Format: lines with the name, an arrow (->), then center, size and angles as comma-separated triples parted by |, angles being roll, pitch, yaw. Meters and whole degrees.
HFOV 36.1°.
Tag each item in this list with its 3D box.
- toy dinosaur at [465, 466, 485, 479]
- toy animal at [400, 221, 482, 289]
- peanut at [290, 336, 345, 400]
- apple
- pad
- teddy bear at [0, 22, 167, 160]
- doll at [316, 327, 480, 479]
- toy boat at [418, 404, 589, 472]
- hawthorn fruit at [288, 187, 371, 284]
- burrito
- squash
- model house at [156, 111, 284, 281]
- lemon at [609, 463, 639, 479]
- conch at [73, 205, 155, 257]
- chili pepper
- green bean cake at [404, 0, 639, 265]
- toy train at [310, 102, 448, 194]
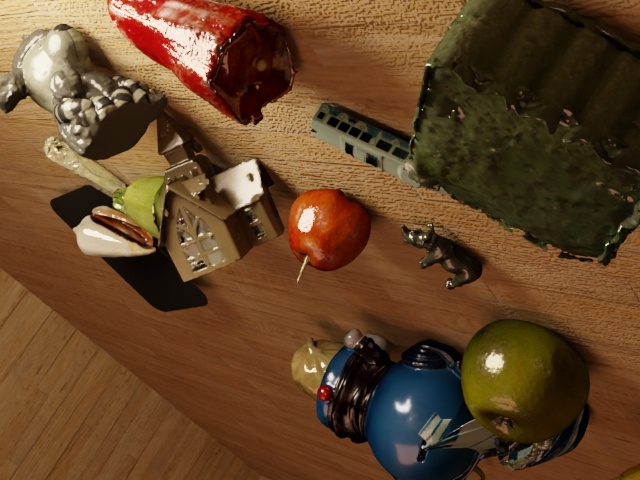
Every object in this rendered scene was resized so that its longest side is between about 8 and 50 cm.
toy dinosaur -> 0.254, 0.424, 2.126 | 0.363, 0.076, 0.147 | 42, 168, -14
toy animal -> 0.166, 0.017, 1.365 | 0.135, 0.047, 0.065 | 38, 153, -13
peanut -> 0.076, 0.298, 1.988 | 0.291, 0.143, 0.159 | 40, 147, -29
apple -> 0.299, 0.211, 1.465 | 0.196, 0.157, 0.196 | 22, 150, 13
pad -> -0.386, 0.003, 2.137 | 0.314, 0.063, 0.375 | -10, 129, 50
teddy bear -> -0.370, -0.222, 1.413 | 0.251, 0.171, 0.144 | 36, 135, 5
doll -> 0.155, 0.304, 1.758 | 0.309, 0.284, 0.240 | 18, -162, 22
toy boat -> 0.305, 0.328, 1.631 | 0.070, 0.291, 0.210 | -109, 8, -45
hawthorn fruit -> 0.005, -0.015, 1.415 | 0.125, 0.140, 0.125 | 37, 139, 41
burrito -> -0.442, -0.134, 1.863 | 0.188, 0.045, 0.058 | 36, -176, -19
squash -> -0.276, -0.071, 1.723 | 0.137, 0.137, 0.287 | 44, 170, -30
model house -> -0.174, -0.094, 1.490 | 0.176, 0.181, 0.248 | -22, 102, 17
lemon -> 0.571, 0.423, 1.441 | 0.310, 0.254, 0.253 | 28, 159, 11
conch -> -0.426, -0.010, 2.010 | 0.176, 0.105, 0.094 | 12, 171, 27
chili pepper -> -0.152, -0.236, 1.175 | 0.252, 0.136, 0.144 | 30, -154, 33
green bean cake -> 0.212, -0.096, 0.930 | 0.241, 0.132, 0.255 | 27, 161, 12
toy train -> 0.085, -0.107, 1.196 | 0.207, 0.047, 0.043 | 26, 160, 17
